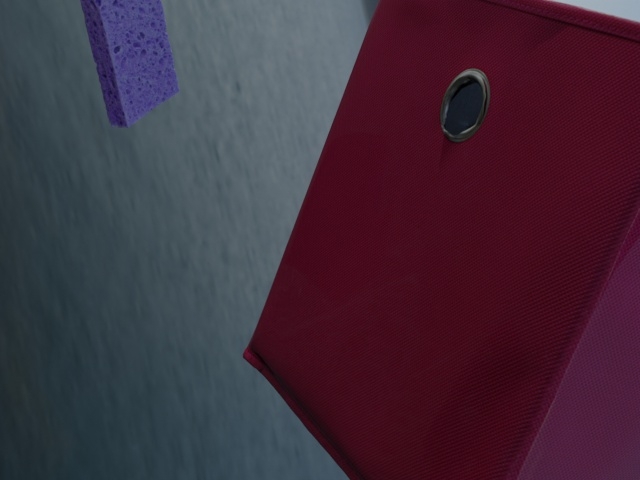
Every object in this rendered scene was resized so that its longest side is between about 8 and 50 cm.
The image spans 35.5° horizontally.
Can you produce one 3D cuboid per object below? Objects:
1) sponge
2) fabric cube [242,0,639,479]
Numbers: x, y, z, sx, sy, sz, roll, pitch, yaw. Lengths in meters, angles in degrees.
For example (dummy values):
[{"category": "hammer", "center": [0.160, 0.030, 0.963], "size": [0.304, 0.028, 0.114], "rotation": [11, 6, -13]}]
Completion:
[{"category": "sponge", "center": [-0.226, -0.251, 1.179], "size": [0.117, 0.031, 0.210], "rotation": [-46, 135, -50]}, {"category": "fabric cube", "center": [0.147, 0.023, 0.566], "size": [0.254, 0.259, 0.258], "rotation": [40, -69, 56]}]
